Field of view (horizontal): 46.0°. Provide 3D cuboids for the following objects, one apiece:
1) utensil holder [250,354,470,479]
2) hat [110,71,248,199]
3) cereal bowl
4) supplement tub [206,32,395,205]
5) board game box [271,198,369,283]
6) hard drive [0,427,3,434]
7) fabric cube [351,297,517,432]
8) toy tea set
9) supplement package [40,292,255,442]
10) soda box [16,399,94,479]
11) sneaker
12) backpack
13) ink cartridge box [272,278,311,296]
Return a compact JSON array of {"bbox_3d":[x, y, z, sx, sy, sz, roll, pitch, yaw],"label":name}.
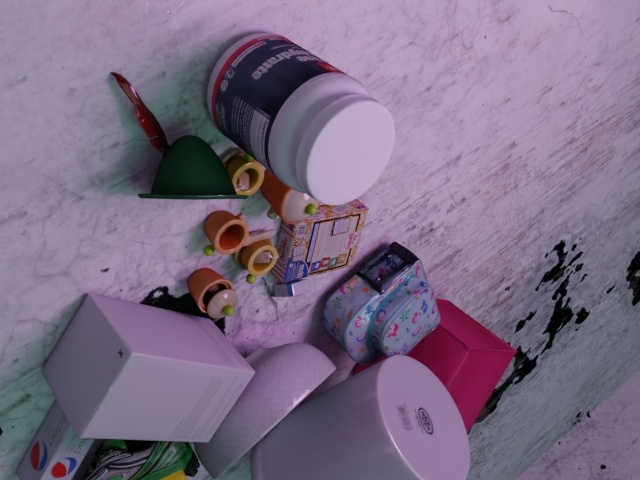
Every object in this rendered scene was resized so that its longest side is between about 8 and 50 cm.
[{"bbox_3d":[0.090,0.471,1.677,0.385,0.328,0.327,-35,150,30],"label":"utensil holder"},{"bbox_3d":[-0.203,-0.156,1.181,0.208,0.172,0.184,-21,111,-82],"label":"hat"},{"bbox_3d":[-0.135,0.325,1.556,0.339,0.141,0.339,-42,173,-7],"label":"cereal bowl"},{"bbox_3d":[-0.035,-0.191,1.170,0.191,0.272,0.191,-26,136,-28],"label":"supplement tub"},{"bbox_3d":[0.000,0.000,1.545,0.193,0.045,0.147,-11,128,-39],"label":"board game box"},{"bbox_3d":[-0.612,0.359,1.261,0.135,0.022,0.094,-50,142,1],"label":"hard drive"},{"bbox_3d":[0.286,0.311,1.911,0.254,0.259,0.258,12,110,-48],"label":"fabric cube"},{"bbox_3d":[-0.115,0.001,1.368,0.200,0.124,0.336,-2,122,-43],"label":"toy tea set"},{"bbox_3d":[-0.300,0.232,1.337,0.293,0.175,0.178,22,105,-51],"label":"supplement package"},{"bbox_3d":[-0.464,0.361,1.365,0.069,0.074,0.216,17,108,-50],"label":"soda box"},{"bbox_3d":[-0.422,0.463,1.479,0.343,0.134,0.146,-27,100,-17],"label":"sneaker"},{"bbox_3d":[0.138,0.161,1.710,0.253,0.191,0.225,-35,141,-11],"label":"backpack"},{"bbox_3d":[-0.063,0.098,1.556,0.048,0.083,0.028,-13,94,-37],"label":"ink cartridge box"}]
